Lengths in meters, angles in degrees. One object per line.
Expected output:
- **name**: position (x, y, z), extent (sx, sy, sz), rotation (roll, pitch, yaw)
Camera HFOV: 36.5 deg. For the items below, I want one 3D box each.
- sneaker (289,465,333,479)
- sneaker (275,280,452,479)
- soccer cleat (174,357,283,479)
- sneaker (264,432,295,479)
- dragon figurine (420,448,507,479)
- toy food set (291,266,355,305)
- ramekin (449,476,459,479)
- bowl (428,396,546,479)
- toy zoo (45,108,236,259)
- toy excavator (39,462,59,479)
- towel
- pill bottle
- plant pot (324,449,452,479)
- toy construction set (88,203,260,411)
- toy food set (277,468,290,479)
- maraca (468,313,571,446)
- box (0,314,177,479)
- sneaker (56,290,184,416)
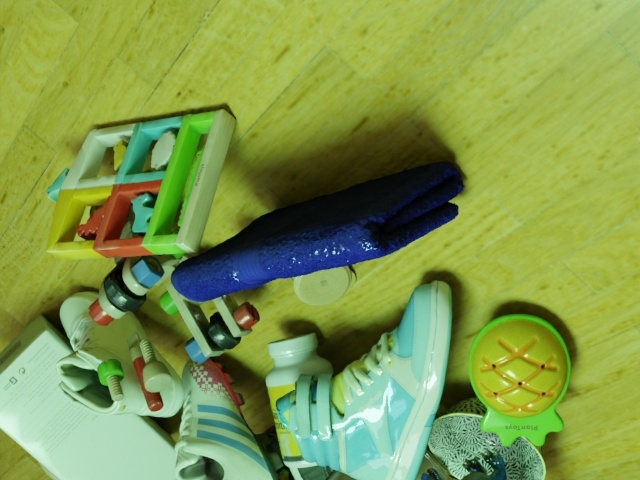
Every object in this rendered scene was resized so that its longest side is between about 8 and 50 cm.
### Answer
- **sneaker**: position (0.060, 0.425, 1.605), extent (0.147, 0.104, 0.296), rotation (-5, 122, 42)
- **sneaker**: position (0.053, 0.185, 1.284), extent (0.208, 0.127, 0.319), rotation (13, 110, 2)
- **soccer cleat**: position (-0.178, 0.296, 1.508), extent (0.331, 0.143, 0.116), rotation (45, 146, 50)
- **sneaker**: position (-0.112, 0.464, 1.729), extent (0.122, 0.146, 0.330), rotation (32, 138, 4)
- **dragon figurine**: position (0.238, 0.382, 1.297), extent (0.289, 0.144, 0.085), rotation (41, 139, -9)
- **toy food set**: position (0.003, 0.052, 1.311), extent (0.083, 0.020, 0.082), rotation (-29, 125, 4)
- **ramekin**: position (0.191, 0.469, 1.562), extent (0.207, 0.109, 0.207), rotation (18, 137, 18)
- **bowl**: position (0.243, 0.272, 1.360), extent (0.170, 0.080, 0.170), rotation (18, 137, 18)
- **toy zoo**: position (-0.253, -0.068, 1.270), extent (0.293, 0.192, 0.030), rotation (-4, 152, 35)
- **toy excavator**: position (-0.335, 0.547, 1.939), extent (0.433, 0.222, 0.445), rotation (-7, 111, 38)
- **towel**: position (0.000, 0.000, 1.142), extent (0.308, 0.227, 0.076), rotation (-15, 103, 40)
- **pill bottle**: position (-0.023, 0.234, 1.432), extent (0.103, 0.103, 0.184), rotation (-15, 87, 41)
- **plant pot**: position (0.086, 0.369, 1.443), extent (0.167, 0.165, 0.167), rotation (46, 167, 14)
- **toy construction set**: position (-0.239, 0.060, 1.395), extent (0.309, 0.257, 0.237), rotation (-61, 42, 34)
- **toy food set**: position (-0.108, 0.389, 1.565), extent (0.128, 0.071, 0.218), rotation (19, 173, 46)
- **maraca**: position (0.253, 0.179, 1.232), extent (0.127, 0.099, 0.186), rotation (-2, 109, 14)
- **box**: position (-0.422, 0.317, 1.704), extent (0.345, 0.168, 0.215), rotation (47, 169, -15)
- **sneaker**: position (-0.359, 0.170, 1.528), extent (0.292, 0.169, 0.108), rotation (37, 104, 31)
